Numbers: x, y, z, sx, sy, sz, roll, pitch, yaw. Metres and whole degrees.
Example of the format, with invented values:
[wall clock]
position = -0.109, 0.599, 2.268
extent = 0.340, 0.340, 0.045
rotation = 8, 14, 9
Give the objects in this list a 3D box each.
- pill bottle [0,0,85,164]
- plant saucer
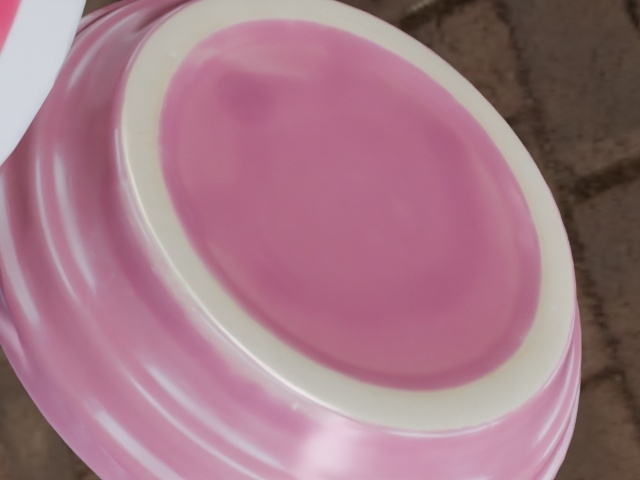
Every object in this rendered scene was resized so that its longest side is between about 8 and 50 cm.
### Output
[pill bottle]
position = -0.224, -0.110, 0.399
extent = 0.176, 0.318, 0.176
rotation = -13, 70, 42
[plant saucer]
position = 0.000, 0.000, 0.821
extent = 0.084, 0.332, 0.332
rotation = -47, 59, 45
